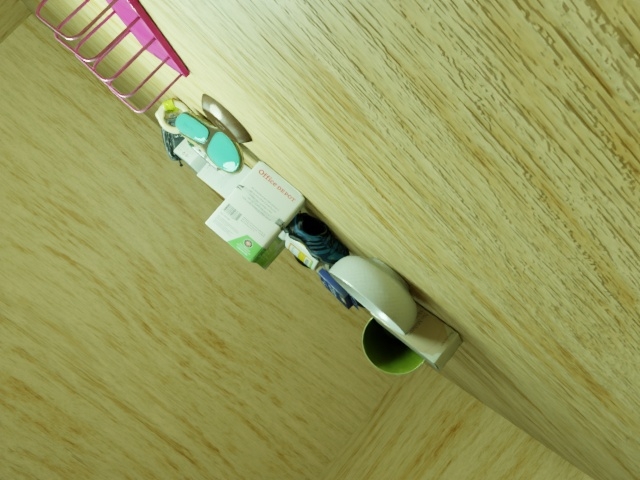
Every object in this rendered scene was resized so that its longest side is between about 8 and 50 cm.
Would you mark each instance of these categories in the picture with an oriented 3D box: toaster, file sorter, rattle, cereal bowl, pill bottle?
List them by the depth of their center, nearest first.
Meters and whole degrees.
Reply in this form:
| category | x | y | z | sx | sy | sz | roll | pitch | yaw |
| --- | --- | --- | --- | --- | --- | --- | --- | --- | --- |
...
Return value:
| category | x | y | z | sx | sy | sz | roll | pitch | yaw |
| --- | --- | --- | --- | --- | --- | --- | --- | --- | --- |
| file sorter | -0.519 | -0.496 | 1.207 | 0.202 | 0.182 | 0.290 | 38 | 173 | 24 |
| cereal bowl | 0.198 | 0.164 | 1.631 | 0.339 | 0.141 | 0.339 | 41 | 173 | 6 |
| rattle | -0.540 | -0.459 | 1.874 | 0.200 | 0.130 | 0.143 | 37 | 173 | -21 |
| toaster | -0.655 | -0.462 | 2.193 | 0.146 | 0.129 | 0.226 | -139 | 39 | -58 |
| pill bottle | -0.077 | 0.017 | 2.243 | 0.246 | 0.136 | 0.136 | 40 | 173 | 14 |

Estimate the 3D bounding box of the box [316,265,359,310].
| category | x | y | z | sx | sy | sz | roll | pitch | yaw |
| --- | --- | --- | --- | --- | --- | --- | --- | --- | --- |
| box | 0.074 | 0.219 | 2.087 | 0.225 | 0.036 | 0.136 | 42 | 167 | 29 |

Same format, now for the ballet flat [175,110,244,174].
| category | x | y | z | sx | sy | sz | roll | pitch | yaw |
| --- | --- | --- | --- | --- | --- | --- | --- | --- | --- |
| ballet flat | -0.373 | -0.351 | 1.715 | 0.349 | 0.123 | 0.123 | 38 | 173 | 21 |

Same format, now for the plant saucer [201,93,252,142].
| category | x | y | z | sx | sy | sz | roll | pitch | yaw |
| --- | --- | --- | --- | --- | --- | --- | --- | --- | --- |
| plant saucer | -0.295 | -0.361 | 1.459 | 0.199 | 0.036 | 0.198 | 40 | 174 | 5 |

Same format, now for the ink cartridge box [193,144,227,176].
| category | x | y | z | sx | sy | sz | roll | pitch | yaw |
| --- | --- | --- | --- | --- | --- | --- | --- | --- | --- |
| ink cartridge box | -0.419 | -0.354 | 1.908 | 0.180 | 0.104 | 0.060 | 41 | 172 | -5 |

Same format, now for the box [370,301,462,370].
| category | x | y | z | sx | sy | sz | roll | pitch | yaw |
| --- | --- | --- | --- | --- | --- | --- | --- | --- | --- |
| box | 0.354 | 0.323 | 1.776 | 0.311 | 0.148 | 0.121 | 34 | 170 | 35 |

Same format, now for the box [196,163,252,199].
| category | x | y | z | sx | sy | sz | roll | pitch | yaw |
| --- | --- | --- | --- | --- | --- | --- | --- | --- | --- |
| box | -0.325 | -0.207 | 2.050 | 0.345 | 0.168 | 0.215 | 37 | 172 | 27 |

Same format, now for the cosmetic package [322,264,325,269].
| category | x | y | z | sx | sy | sz | roll | pitch | yaw |
| --- | --- | --- | --- | --- | --- | --- | --- | --- | --- |
| cosmetic package | -0.028 | 0.053 | 2.441 | 0.117 | 0.085 | 0.231 | 35 | 173 | 45 |

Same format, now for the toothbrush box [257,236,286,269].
| category | x | y | z | sx | sy | sz | roll | pitch | yaw |
| --- | --- | --- | --- | --- | --- | --- | --- | --- | --- |
| toothbrush box | -0.249 | -0.012 | 2.388 | 0.122 | 0.283 | 0.206 | 38 | 172 | 16 |

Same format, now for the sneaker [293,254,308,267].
| category | x | y | z | sx | sy | sz | roll | pitch | yaw |
| --- | --- | --- | --- | --- | --- | --- | --- | --- | --- |
| sneaker | -0.092 | 0.062 | 2.683 | 0.341 | 0.125 | 0.140 | 42 | 169 | -31 |

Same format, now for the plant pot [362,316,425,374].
| category | x | y | z | sx | sy | sz | roll | pitch | yaw |
| --- | --- | --- | --- | --- | --- | --- | --- | --- | --- |
| plant pot | 0.333 | 0.402 | 2.080 | 0.275 | 0.274 | 0.293 | 40 | -170 | 6 |

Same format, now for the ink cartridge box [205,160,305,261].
| category | x | y | z | sx | sy | sz | roll | pitch | yaw |
| --- | --- | --- | --- | --- | --- | --- | --- | --- | --- |
| ink cartridge box | -0.218 | -0.096 | 1.665 | 0.211 | 0.289 | 0.121 | 41 | 176 | 4 |

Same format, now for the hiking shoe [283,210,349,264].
| category | x | y | z | sx | sy | sz | roll | pitch | yaw |
| --- | --- | --- | --- | --- | --- | --- | --- | --- | --- |
| hiking shoe | 0.000 | 0.000 | 1.822 | 0.304 | 0.113 | 0.132 | 32 | 154 | -21 |

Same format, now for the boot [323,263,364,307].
| category | x | y | z | sx | sy | sz | roll | pitch | yaw |
| --- | --- | --- | --- | --- | --- | --- | --- | --- | --- |
| boot | 0.196 | 0.219 | 2.066 | 0.377 | 0.138 | 0.284 | 52 | 168 | -34 |

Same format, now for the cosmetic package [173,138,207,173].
| category | x | y | z | sx | sy | sz | roll | pitch | yaw |
| --- | --- | --- | --- | --- | --- | --- | --- | --- | --- |
| cosmetic package | -0.516 | -0.371 | 2.130 | 0.151 | 0.151 | 0.183 | 38 | 173 | 36 |
